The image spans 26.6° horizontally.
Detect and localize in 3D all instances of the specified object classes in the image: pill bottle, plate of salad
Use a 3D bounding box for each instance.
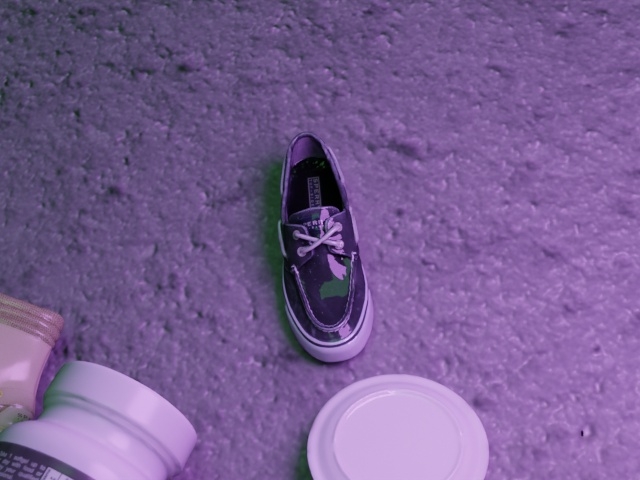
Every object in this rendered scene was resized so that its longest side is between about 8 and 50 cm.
[{"bbox_3d":[-0.288,0.319,1.402,0.210,0.210,0.363,18,61,21],"label":"pill bottle"},{"bbox_3d":[0.085,0.235,1.491,0.199,0.048,0.200,0,49,0],"label":"plate of salad"}]

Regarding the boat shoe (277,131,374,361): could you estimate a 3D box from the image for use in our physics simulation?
[{"bbox_3d":[0.000,0.000,1.633,0.108,0.102,0.301,-8,55,6],"label":"boat shoe"}]

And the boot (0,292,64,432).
[{"bbox_3d":[-0.451,0.156,1.615,0.261,0.095,0.204,4,57,11],"label":"boot"}]
